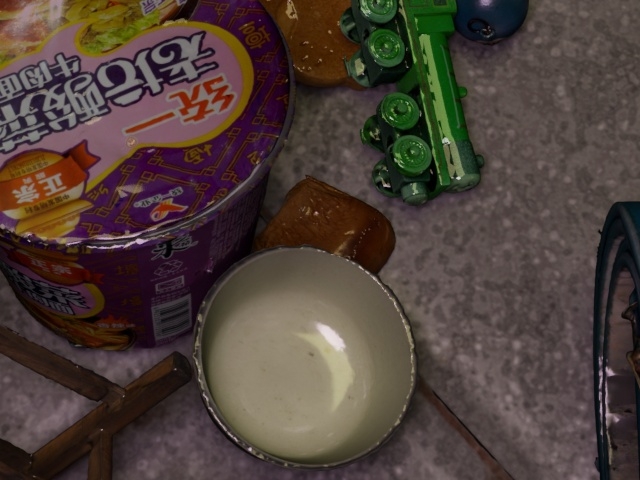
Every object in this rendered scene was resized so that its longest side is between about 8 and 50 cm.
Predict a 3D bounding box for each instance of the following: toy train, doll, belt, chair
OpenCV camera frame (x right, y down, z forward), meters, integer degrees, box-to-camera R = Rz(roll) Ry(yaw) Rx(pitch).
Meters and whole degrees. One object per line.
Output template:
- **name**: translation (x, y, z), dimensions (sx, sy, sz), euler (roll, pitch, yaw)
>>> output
- **toy train**: translation (0.097, -0.157, 1.564), dimensions (0.119, 0.085, 0.251), euler (-7, 76, -20)
- **doll**: translation (0.179, -0.271, 1.632), dimensions (0.114, 0.085, 0.152), euler (-7, 53, 12)
- **belt**: translation (0.333, 0.175, 1.301), dimensions (0.173, 0.300, 0.437), euler (2, 68, 2)
- **chair**: translation (-0.330, 0.233, 1.306), dimensions (0.240, 0.416, 0.203), euler (32, 28, -28)

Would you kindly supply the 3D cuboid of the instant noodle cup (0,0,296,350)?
- **instant noodle cup**: translation (-0.190, -0.069, 1.416), dimensions (0.339, 0.266, 0.340), euler (0, 60, -1)

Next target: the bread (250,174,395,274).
- **bread**: translation (0.000, 0.000, 1.521), dimensions (0.126, 0.044, 0.129), euler (34, 72, 16)

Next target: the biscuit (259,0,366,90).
- **biscuit**: translation (-0.039, -0.229, 1.606), dimensions (0.225, 0.036, 0.166), euler (6, 70, -17)

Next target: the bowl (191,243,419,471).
- **bowl**: translation (-0.024, 0.120, 1.412), dimensions (0.211, 0.112, 0.211), euler (5, 68, -13)
